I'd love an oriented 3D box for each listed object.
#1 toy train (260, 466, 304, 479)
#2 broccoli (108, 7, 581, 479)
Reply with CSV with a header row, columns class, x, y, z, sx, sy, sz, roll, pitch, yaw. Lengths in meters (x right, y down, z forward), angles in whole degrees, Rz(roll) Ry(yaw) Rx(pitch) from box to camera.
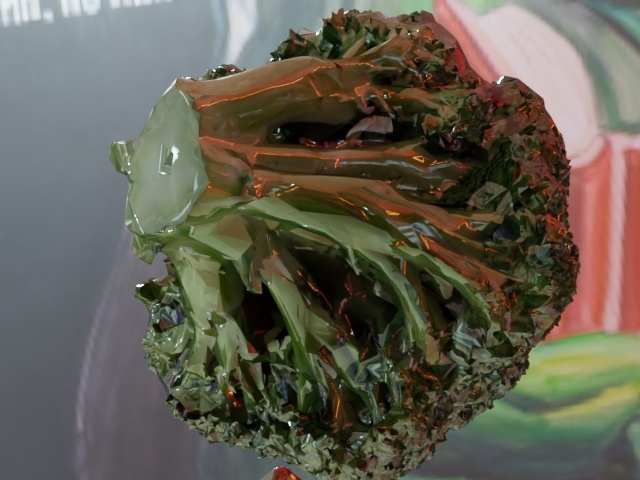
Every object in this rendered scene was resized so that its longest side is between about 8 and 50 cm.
class,x,y,z,sx,sy,sz,roll,pitch,yaw
toy train,-0.053,0.216,0.926,0.148,0.071,0.038,-40,22,28
broccoli,0.000,0.000,0.787,0.275,0.307,0.308,14,-20,-42
